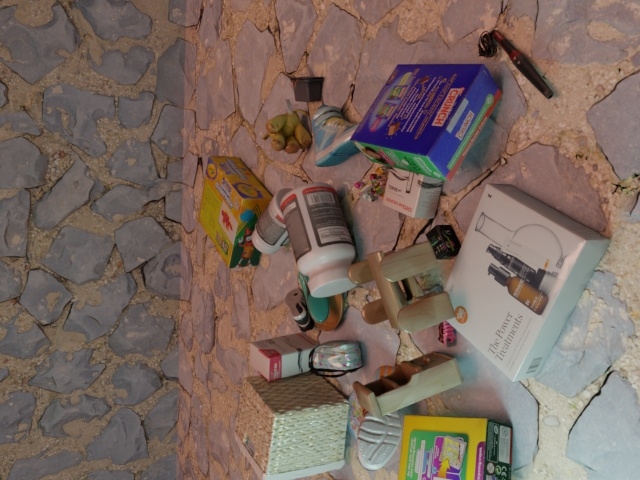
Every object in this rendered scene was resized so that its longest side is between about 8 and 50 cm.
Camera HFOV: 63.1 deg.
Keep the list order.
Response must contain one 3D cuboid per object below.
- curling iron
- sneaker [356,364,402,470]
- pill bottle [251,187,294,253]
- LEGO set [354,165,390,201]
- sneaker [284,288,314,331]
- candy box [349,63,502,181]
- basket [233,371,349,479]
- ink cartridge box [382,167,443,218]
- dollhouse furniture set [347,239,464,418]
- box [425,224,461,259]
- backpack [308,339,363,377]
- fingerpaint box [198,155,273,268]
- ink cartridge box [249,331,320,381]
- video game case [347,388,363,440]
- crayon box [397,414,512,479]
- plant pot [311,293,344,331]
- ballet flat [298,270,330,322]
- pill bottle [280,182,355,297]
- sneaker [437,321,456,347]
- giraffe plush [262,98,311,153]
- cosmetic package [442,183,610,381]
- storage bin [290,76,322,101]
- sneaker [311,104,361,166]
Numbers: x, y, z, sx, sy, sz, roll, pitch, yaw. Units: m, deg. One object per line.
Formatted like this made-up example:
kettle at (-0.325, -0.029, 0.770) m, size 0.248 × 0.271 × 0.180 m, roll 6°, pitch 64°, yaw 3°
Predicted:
curling iron at (0.462, -0.416, 1.234) m, size 0.274 × 0.035 × 0.068 m, roll 60°, pitch 142°, yaw 36°
sneaker at (0.179, 0.559, 1.591) m, size 0.180 × 0.125 × 0.321 m, roll 99°, pitch -169°, yaw -50°
pill bottle at (-0.168, -0.071, 2.115) m, size 0.283 × 0.161 × 0.161 m, roll -47°, pitch 54°, yaw 47°
LEGO set at (0.186, -0.227, 1.606) m, size 0.132 × 0.107 × 0.287 m, roll 61°, pitch 139°, yaw 35°
sneaker at (-0.081, 0.291, 2.085) m, size 0.217 × 0.079 × 0.121 m, roll -111°, pitch -4°, yaw -64°
candy box at (0.267, -0.321, 1.368) m, size 0.268 × 0.122 × 0.317 m, roll -57°, pitch 36°, yaw -4°
basket at (-0.112, 0.665, 1.917) m, size 0.328 × 0.331 × 0.266 m, roll 24°, pitch 111°, yaw 59°
ink cartridge box at (0.271, -0.178, 1.498) m, size 0.148 × 0.086 × 0.203 m, roll 32°, pitch 117°, yaw 52°
dollhouse furniture set at (0.178, 0.230, 1.409) m, size 0.362 × 0.257 × 0.394 m, roll 152°, pitch 99°, yaw -78°
box at (0.338, 0.005, 1.427) m, size 0.052 × 0.062 × 0.083 m, roll -48°, pitch 54°, yaw 46°
backpack at (0.060, 0.406, 1.817) m, size 0.182 × 0.152 × 0.115 m, roll -10°, pitch 93°, yaw 45°
fingerpaint box at (-0.416, -0.145, 2.491) m, size 0.445 × 0.163 × 0.371 m, roll 47°, pitch 131°, yaw 45°
ink cartridge box at (-0.135, 0.448, 2.032) m, size 0.172 × 0.237 × 0.100 m, roll 20°, pitch 111°, yaw 55°
video game case at (0.130, 0.607, 1.835) m, size 0.119 × 0.015 × 0.166 m, roll 54°, pitch 135°, yaw 40°
crayon box at (0.330, 0.646, 1.337) m, size 0.313 × 0.106 × 0.362 m, roll -27°, pitch 46°, yaw 56°
plant pot at (0.023, 0.222, 1.959) m, size 0.236 × 0.032 × 0.236 m, roll 8°, pitch 100°, yaw 56°
ballet flat at (-0.023, 0.197, 1.944) m, size 0.087 × 0.083 × 0.247 m, roll 101°, pitch 154°, yaw -65°
pill bottle at (0.000, 0.000, 1.815) m, size 0.210 × 0.210 × 0.362 m, roll -43°, pitch 57°, yaw 50°
sneaker at (0.348, 0.235, 1.453) m, size 0.057 × 0.047 × 0.119 m, roll -161°, pitch 73°, yaw -67°
giraffe plush at (-0.149, -0.430, 2.074) m, size 0.170 × 0.181 × 0.210 m, roll 157°, pitch 116°, yaw -63°
cosmetic package at (0.452, 0.093, 1.232) m, size 0.284 × 0.097 × 0.377 m, roll 47°, pitch 130°, yaw 49°
storage bin at (-0.056, -0.574, 1.980) m, size 0.135 × 0.098 × 0.091 m, roll 24°, pitch 123°, yaw 54°
sneaker at (0.063, -0.390, 1.771) m, size 0.319 × 0.127 × 0.208 m, roll -20°, pitch 77°, yaw 55°
